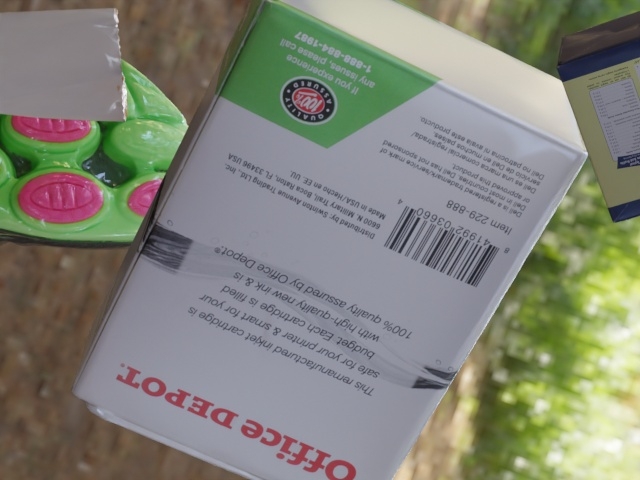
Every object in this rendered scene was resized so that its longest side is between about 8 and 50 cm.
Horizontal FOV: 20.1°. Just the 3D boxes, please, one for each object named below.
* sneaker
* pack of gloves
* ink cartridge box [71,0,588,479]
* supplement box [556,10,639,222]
[{"bbox_3d":[-0.325,-0.056,1.393,0.202,0.482,0.185,90,2,-67],"label":"sneaker"},{"bbox_3d":[-0.234,-0.166,1.077,0.046,0.232,0.195,-83,174,-52],"label":"pack of gloves"},{"bbox_3d":[0.000,0.000,1.114,0.289,0.211,0.121,-61,-169,23],"label":"ink cartridge box"},{"bbox_3d":[0.166,-0.065,0.860,0.056,0.083,0.083,-64,135,-66],"label":"supplement box"}]
